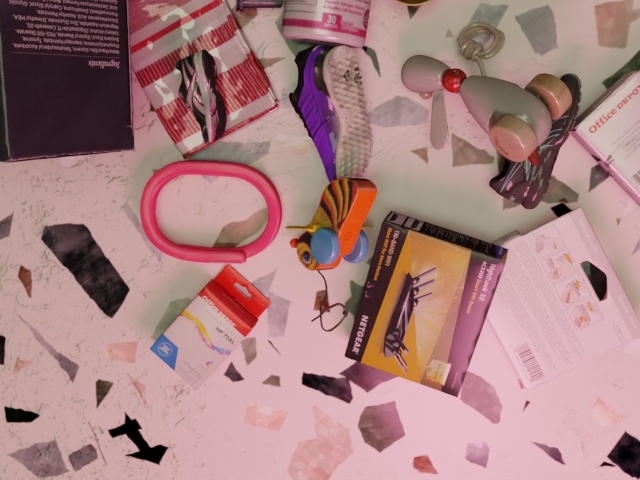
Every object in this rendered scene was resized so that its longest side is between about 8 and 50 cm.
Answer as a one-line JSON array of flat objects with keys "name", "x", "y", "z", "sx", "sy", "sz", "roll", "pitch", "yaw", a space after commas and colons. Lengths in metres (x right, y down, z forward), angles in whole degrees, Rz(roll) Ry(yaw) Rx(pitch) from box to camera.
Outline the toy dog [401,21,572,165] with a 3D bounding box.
[{"name": "toy dog", "x": 0.307, "y": -0.238, "z": 1.418, "sx": 0.220, "sy": 0.334, "sz": 0.161, "roll": -28, "pitch": 138, "yaw": -5}]

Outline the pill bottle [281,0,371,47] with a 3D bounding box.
[{"name": "pill bottle", "x": 0.024, "y": -0.507, "z": 1.408, "sx": 0.160, "sy": 0.160, "sz": 0.283, "roll": 9, "pitch": 101, "yaw": 4}]

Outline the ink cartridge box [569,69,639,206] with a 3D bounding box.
[{"name": "ink cartridge box", "x": 0.602, "y": -0.189, "z": 1.446, "sx": 0.160, "sy": 0.092, "sz": 0.219, "roll": -43, "pitch": 94, "yaw": 11}]

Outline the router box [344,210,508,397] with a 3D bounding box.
[{"name": "router box", "x": 0.204, "y": 0.126, "z": 1.510, "sx": 0.243, "sy": 0.081, "sz": 0.309, "roll": 18, "pitch": 111, "yaw": 11}]

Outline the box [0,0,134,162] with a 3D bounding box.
[{"name": "box", "x": -0.602, "y": -0.392, "z": 1.345, "sx": 0.480, "sy": 0.297, "sz": 0.472, "roll": 6, "pitch": 104, "yaw": 29}]

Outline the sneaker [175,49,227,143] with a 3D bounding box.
[{"name": "sneaker", "x": -0.237, "y": -0.278, "z": 1.501, "sx": 0.077, "sy": 0.072, "sz": 0.178, "roll": -6, "pitch": 95, "yaw": 21}]

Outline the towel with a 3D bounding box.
[{"name": "towel", "x": -0.256, "y": -0.358, "z": 1.528, "sx": 0.237, "sy": 0.037, "sz": 0.329, "roll": -27, "pitch": 97, "yaw": 10}]

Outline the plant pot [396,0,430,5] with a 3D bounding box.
[{"name": "plant pot", "x": 0.174, "y": -0.502, "z": 1.428, "sx": 0.134, "sy": 0.095, "sz": 0.134, "roll": 1, "pitch": 101, "yaw": 6}]

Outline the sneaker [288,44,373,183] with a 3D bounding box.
[{"name": "sneaker", "x": 0.011, "y": -0.242, "z": 1.497, "sx": 0.146, "sy": 0.102, "sz": 0.293, "roll": 18, "pitch": 127, "yaw": 38}]

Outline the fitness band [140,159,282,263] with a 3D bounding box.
[{"name": "fitness band", "x": -0.224, "y": -0.060, "z": 1.575, "sx": 0.290, "sy": 0.054, "sz": 0.209, "roll": 4, "pitch": 98, "yaw": 4}]

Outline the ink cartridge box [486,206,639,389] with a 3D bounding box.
[{"name": "ink cartridge box", "x": 0.458, "y": 0.113, "z": 1.530, "sx": 0.261, "sy": 0.066, "sz": 0.296, "roll": -28, "pitch": 97, "yaw": 11}]

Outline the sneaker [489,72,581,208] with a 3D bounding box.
[{"name": "sneaker", "x": 0.413, "y": -0.196, "z": 1.461, "sx": 0.106, "sy": 0.101, "sz": 0.267, "roll": 21, "pitch": 100, "yaw": 6}]

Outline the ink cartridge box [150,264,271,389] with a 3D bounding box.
[{"name": "ink cartridge box", "x": -0.228, "y": 0.179, "z": 1.602, "sx": 0.134, "sy": 0.078, "sz": 0.231, "roll": 42, "pitch": 101, "yaw": -3}]

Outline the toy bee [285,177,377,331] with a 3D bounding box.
[{"name": "toy bee", "x": 0.000, "y": 0.000, "z": 1.503, "sx": 0.162, "sy": 0.195, "sz": 0.298, "roll": 34, "pitch": 96, "yaw": 43}]

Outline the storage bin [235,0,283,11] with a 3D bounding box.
[{"name": "storage bin", "x": -0.114, "y": -0.505, "z": 1.462, "sx": 0.091, "sy": 0.098, "sz": 0.135, "roll": 2, "pitch": 101, "yaw": -5}]
